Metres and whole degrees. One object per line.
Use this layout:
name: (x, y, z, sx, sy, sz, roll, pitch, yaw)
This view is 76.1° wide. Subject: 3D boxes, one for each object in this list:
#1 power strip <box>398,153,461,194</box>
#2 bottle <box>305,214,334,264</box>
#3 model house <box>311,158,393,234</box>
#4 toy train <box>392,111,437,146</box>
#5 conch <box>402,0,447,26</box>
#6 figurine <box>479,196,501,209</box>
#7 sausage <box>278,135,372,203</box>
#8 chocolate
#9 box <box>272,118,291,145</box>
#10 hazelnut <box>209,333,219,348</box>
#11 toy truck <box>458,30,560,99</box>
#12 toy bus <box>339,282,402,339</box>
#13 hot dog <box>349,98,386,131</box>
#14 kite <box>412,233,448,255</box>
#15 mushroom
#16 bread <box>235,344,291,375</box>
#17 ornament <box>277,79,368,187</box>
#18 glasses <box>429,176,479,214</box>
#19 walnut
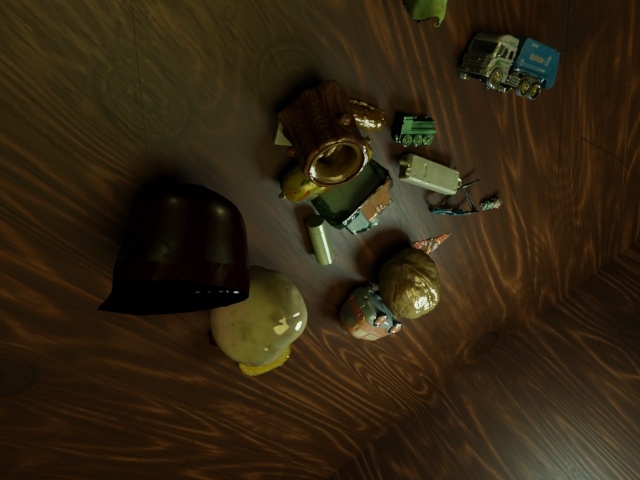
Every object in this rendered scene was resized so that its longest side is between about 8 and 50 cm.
power strip: (0.406, -0.248, 1.537, 0.338, 0.058, 0.098, 10, 87, -36)
bottle: (0.000, 0.000, 1.513, 0.072, 0.072, 0.201, -25, 134, -11)
model house: (0.131, -0.127, 1.441, 0.253, 0.184, 0.291, -44, 149, -1)
toy train: (0.323, -0.379, 1.401, 0.170, 0.071, 0.111, -8, 122, -26)
conch: (0.269, -0.675, 1.051, 0.137, 0.143, 0.251, -35, 138, -73)
figurine: (0.776, -0.163, 1.862, 0.106, 0.047, 0.060, -15, 123, -17)
sausage: (0.016, -0.225, 1.291, 0.347, 0.123, 0.123, -32, 135, 3)
chocolate: (-0.380, 0.018, 1.115, 0.383, 0.331, 0.383, -9, 167, -2)
box: (-0.057, -0.329, 1.242, 0.167, 0.024, 0.090, -2, 127, -30)
hazelnut: (-0.389, 0.383, 1.594, 0.086, 0.086, 0.086, -16, 132, -19)
toy truck: (0.639, -0.584, 1.371, 0.367, 0.146, 0.175, -2, 119, -33)
toy bus: (0.209, 0.345, 1.853, 0.232, 0.194, 0.287, -38, 137, 20)
hot dog: (0.085, -0.388, 1.252, 0.289, 0.068, 0.083, 1, 132, -33)
kite: (0.496, 0.037, 1.885, 0.222, 0.008, 0.125, -12, 131, -23)
mushroom: (-0.198, 0.269, 1.435, 0.353, 0.325, 0.353, -8, 104, -35)
bread: (-0.242, 0.428, 1.668, 0.268, 0.146, 0.268, -14, 128, -19)
ornament: (0.022, -0.282, 1.120, 0.235, 0.217, 0.221, 6, 140, -32)
glasses: (0.579, -0.177, 1.692, 0.239, 0.102, 0.207, -4, 127, -28)
walnut: (0.381, 0.185, 1.764, 0.277, 0.252, 0.313, -32, 135, -1)
